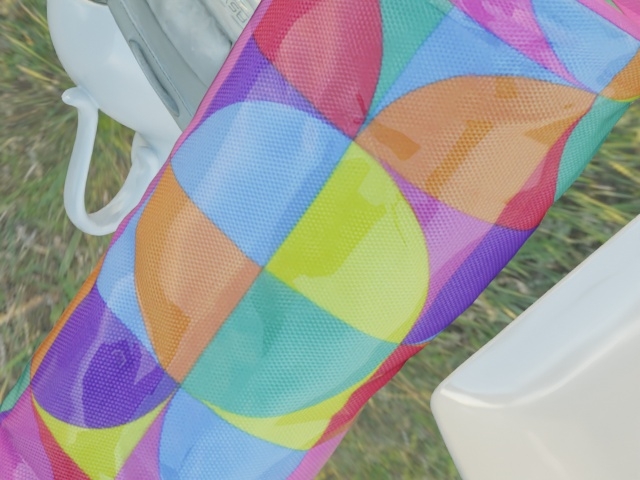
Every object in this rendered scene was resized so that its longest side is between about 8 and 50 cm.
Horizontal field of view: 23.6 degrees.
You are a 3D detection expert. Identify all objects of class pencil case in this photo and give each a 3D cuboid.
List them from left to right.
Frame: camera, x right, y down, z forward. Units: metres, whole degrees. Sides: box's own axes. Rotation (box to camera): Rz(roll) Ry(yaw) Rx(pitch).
[{"bbox_3d":[0.000,0.000,0.420,0.104,0.104,0.236,35,113,-10],"label":"pencil case"}]

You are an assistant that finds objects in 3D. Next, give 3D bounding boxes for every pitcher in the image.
[{"bbox_3d":[-0.123,-0.107,1.028,0.125,0.207,0.178,33,71,26],"label":"pitcher"}]

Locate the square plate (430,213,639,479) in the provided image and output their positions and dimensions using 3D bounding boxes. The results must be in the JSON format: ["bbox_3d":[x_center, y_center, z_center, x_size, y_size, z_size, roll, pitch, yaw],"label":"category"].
[{"bbox_3d":[0.216,0.044,0.576,0.344,0.347,0.049,-41,112,9],"label":"square plate"}]

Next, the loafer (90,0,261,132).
[{"bbox_3d":[-0.100,-0.176,0.829,0.112,0.319,0.111,0,139,-43],"label":"loafer"}]
